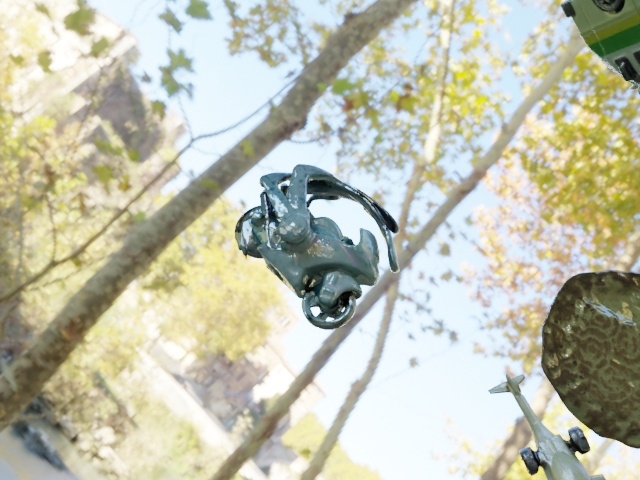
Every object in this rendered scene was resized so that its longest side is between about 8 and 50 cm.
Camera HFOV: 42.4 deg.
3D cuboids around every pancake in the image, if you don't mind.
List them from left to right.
[{"bbox_3d":[0.381,0.144,1.030,0.235,0.211,0.029,60,-14,14],"label":"pancake"}]

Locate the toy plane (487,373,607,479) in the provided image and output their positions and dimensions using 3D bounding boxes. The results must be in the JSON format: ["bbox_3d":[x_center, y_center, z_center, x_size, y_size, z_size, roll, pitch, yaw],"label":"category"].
[{"bbox_3d":[0.318,0.287,1.159,0.286,0.092,0.108,-114,178,-49],"label":"toy plane"}]

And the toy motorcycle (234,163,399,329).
[{"bbox_3d":[0.000,0.000,1.255,0.260,0.206,0.154,42,-17,29],"label":"toy motorcycle"}]

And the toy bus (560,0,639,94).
[{"bbox_3d":[0.382,-0.244,0.825,0.165,0.133,0.276,61,-11,-5],"label":"toy bus"}]
